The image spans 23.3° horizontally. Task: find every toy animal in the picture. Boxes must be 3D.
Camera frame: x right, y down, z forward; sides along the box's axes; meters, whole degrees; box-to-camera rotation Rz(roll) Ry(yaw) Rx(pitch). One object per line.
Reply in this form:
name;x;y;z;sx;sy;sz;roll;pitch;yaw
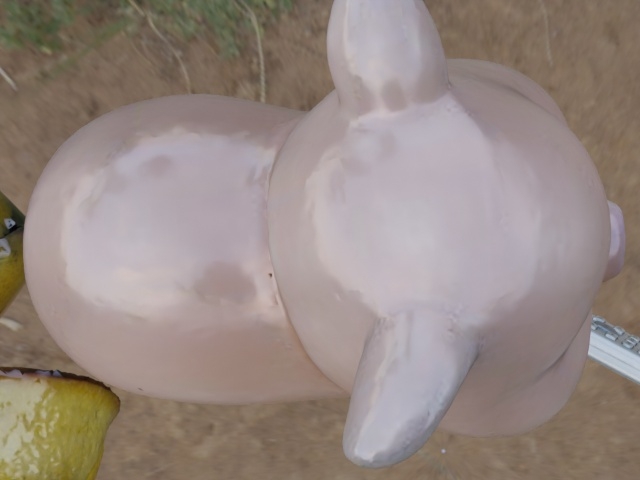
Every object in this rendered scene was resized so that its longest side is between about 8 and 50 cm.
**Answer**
toy animal;0.000;0.000;0.839;0.326;0.269;0.237;0;84;-3

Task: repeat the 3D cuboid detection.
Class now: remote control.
remote control;0.268;0.097;1.437;0.190;0.087;0.029;29;103;16

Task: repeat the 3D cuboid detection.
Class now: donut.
donut;-0.356;0.204;1.571;0.303;0.303;0.110;-1;72;4

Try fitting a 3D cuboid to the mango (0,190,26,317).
mango;-0.375;-0.007;1.379;0.287;0.201;0.152;47;123;46
